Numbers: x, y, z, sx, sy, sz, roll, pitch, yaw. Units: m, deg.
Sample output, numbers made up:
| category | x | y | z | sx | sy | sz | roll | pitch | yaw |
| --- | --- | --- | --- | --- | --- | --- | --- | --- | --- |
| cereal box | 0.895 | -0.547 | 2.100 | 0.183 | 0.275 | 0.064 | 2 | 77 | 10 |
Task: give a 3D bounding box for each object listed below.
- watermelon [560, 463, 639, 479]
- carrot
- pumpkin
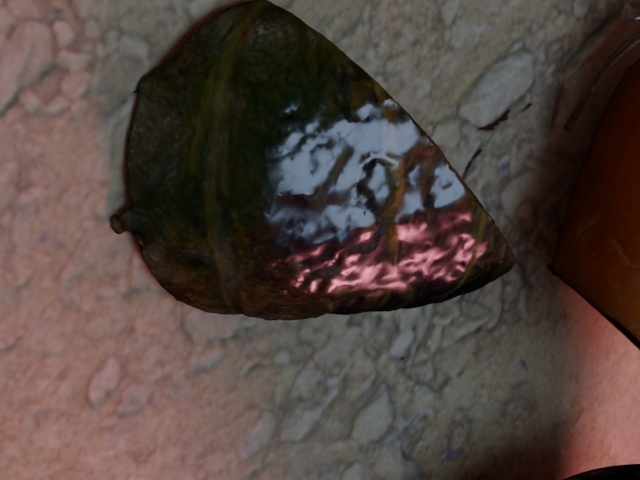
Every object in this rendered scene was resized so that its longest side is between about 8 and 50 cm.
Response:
| category | x | y | z | sx | sy | sz | roll | pitch | yaw |
| --- | --- | --- | --- | --- | --- | --- | --- | --- | --- |
| watermelon | 0.210 | 0.300 | 1.133 | 0.285 | 0.285 | 0.285 | -15 | 115 | -37 |
| carrot | 0.275 | -0.042 | 1.127 | 0.331 | 0.214 | 0.193 | -65 | 162 | 2 |
| pumpkin | 0.004 | 0.003 | 0.965 | 0.163 | 0.111 | 0.278 | -50 | 132 | -10 |
